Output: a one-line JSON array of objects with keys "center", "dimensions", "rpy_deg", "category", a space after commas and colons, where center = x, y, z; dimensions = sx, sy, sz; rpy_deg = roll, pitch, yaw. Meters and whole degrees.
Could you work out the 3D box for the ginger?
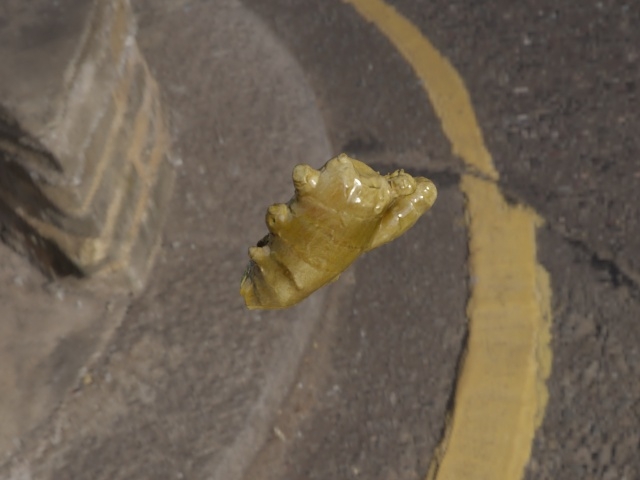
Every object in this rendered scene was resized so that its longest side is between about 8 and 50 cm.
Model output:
[{"center": [-0.001, -0.008, 1.089], "dimensions": [0.205, 0.115, 0.081], "rpy_deg": [-35, 70, 14], "category": "ginger"}]
